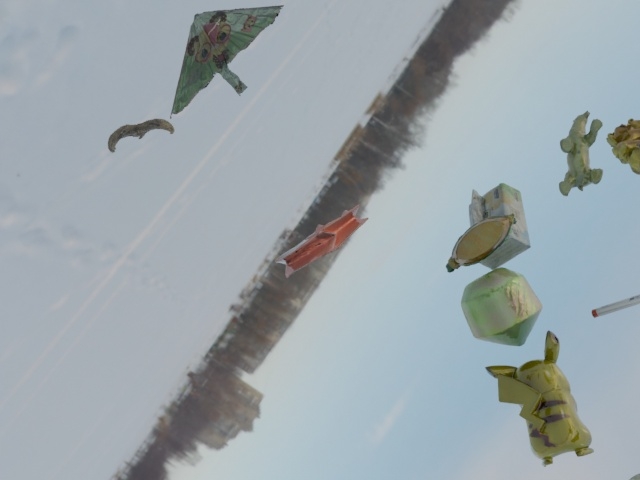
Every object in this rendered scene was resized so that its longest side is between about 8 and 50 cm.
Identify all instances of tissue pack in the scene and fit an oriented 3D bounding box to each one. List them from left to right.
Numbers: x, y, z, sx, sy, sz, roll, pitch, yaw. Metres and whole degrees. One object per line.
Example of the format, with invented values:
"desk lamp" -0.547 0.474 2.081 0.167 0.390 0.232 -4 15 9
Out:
"tissue pack" 0.532 -0.055 1.968 0.159 0.145 0.230 -40 -146 42

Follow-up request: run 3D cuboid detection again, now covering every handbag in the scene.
"handbag" 0.000 0.000 1.473 0.157 0.059 0.212 -40 -175 -40

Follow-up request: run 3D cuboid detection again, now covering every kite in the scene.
"kite" -0.206 -0.380 1.273 0.323 0.268 0.013 -38 149 16

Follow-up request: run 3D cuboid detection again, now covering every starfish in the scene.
"starfish" -0.222 -0.136 0.798 0.091 0.028 0.078 -25 -165 -39

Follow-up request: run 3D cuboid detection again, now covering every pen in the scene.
"pen" 0.856 0.167 1.745 0.239 0.028 0.028 -33 -161 46

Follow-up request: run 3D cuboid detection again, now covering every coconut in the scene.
"coconut" 0.540 0.203 1.878 0.236 0.235 0.204 -57 -174 -27

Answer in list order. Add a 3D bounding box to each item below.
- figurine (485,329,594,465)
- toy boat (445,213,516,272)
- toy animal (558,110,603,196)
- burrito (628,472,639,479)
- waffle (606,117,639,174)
"figurine" 0.603 0.444 1.743 0.218 0.169 0.327 -24 -130 18
"toy boat" 0.413 0.006 1.664 0.229 0.089 0.088 -40 163 17
"toy animal" 0.654 -0.222 1.607 0.101 0.103 0.219 -9 97 -71
"burrito" 0.869 0.490 1.478 0.392 0.076 0.117 -33 -145 -13
"waffle" 0.703 -0.177 1.158 0.301 0.068 0.325 -16 -152 -6
